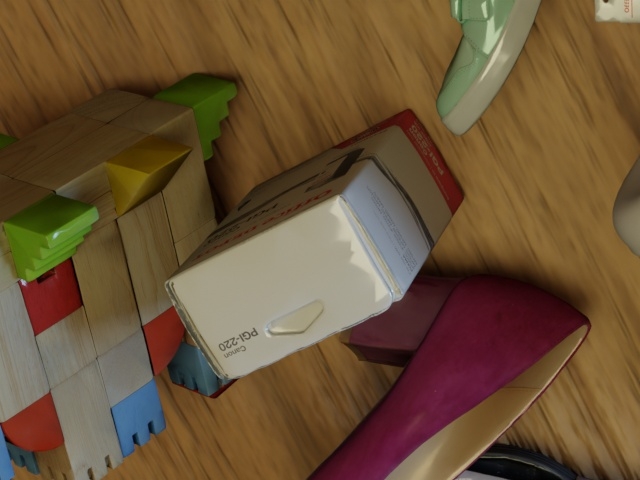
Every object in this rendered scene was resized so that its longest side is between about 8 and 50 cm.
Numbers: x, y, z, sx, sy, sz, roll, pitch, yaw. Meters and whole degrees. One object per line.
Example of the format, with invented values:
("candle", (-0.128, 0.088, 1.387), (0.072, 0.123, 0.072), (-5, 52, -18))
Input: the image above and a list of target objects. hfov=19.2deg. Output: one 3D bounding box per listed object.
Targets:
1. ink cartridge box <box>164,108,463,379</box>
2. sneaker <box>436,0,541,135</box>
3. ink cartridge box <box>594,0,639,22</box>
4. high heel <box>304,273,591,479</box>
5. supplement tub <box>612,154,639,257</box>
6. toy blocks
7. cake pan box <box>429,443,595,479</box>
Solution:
("ink cartridge box", (0.000, 0.000, 1.395), (0.158, 0.218, 0.092), (-26, 102, 23))
("sneaker", (0.094, -0.212, 1.350), (0.151, 0.094, 0.256), (20, 106, 1))
("ink cartridge box", (0.240, -0.183, 1.359), (0.083, 0.028, 0.048), (2, 112, 15))
("high heel", (0.075, 0.203, 1.428), (0.181, 0.127, 0.377), (11, 83, 22))
("supplement tub", (0.392, 0.013, 1.279), (0.331, 0.241, 0.241), (43, 116, -4))
("toy blocks", (-0.203, 0.066, 1.435), (0.190, 0.381, 0.261), (17, 128, 40))
("cake pan box", (0.132, 0.301, 1.527), (0.245, 0.070, 0.267), (9, 96, 11))
